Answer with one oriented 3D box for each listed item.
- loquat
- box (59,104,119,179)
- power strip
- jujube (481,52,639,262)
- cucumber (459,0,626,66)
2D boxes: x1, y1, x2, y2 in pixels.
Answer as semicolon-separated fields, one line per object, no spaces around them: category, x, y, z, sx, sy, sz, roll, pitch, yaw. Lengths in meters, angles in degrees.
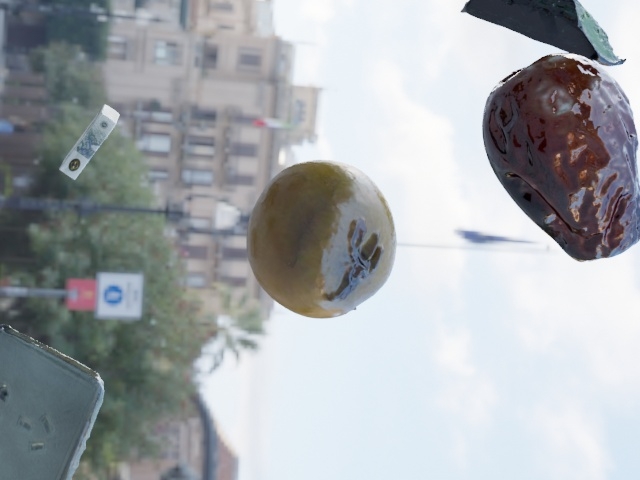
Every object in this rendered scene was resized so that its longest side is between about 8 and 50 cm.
loquat;0.000;0.000;1.069;0.141;0.141;0.141;-177;-90;-76
box;-0.265;-0.114;1.380;0.083;0.024;0.054;-52;-167;11
power strip;-0.375;0.235;1.582;0.064;0.213;0.198;21;93;-61
jujube;0.272;-0.086;1.305;0.236;0.168;0.168;66;-13;-7
cucumber;0.266;-0.268;1.444;0.046;0.220;0.070;-45;150;-43
